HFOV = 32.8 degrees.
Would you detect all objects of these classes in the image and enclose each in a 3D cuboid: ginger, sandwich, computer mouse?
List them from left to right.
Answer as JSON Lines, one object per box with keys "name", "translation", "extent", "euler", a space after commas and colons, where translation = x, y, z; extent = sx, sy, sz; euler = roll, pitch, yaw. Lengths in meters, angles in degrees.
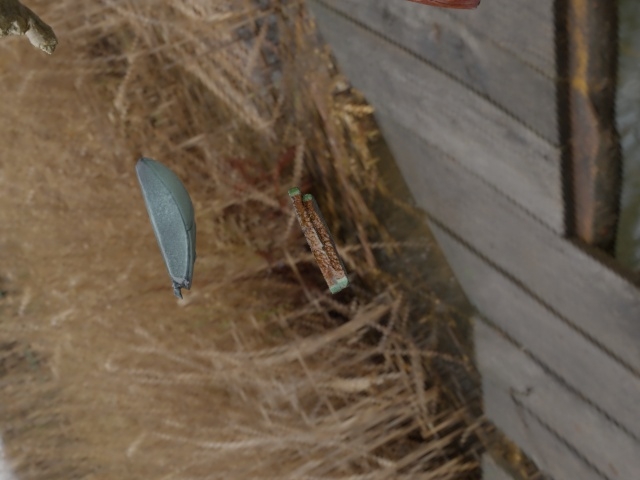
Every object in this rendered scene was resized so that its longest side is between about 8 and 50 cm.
{"name": "ginger", "translation": [-0.522, -0.369, 1.840], "extent": [0.165, 0.067, 0.096], "euler": [32, -146, -18]}
{"name": "computer mouse", "translation": [-0.223, -0.024, 1.671], "extent": [0.113, 0.068, 0.229], "euler": [-145, 38, -75]}
{"name": "sandwich", "translation": [-0.001, -0.002, 1.286], "extent": [0.067, 0.029, 0.135], "euler": [61, -175, -82]}

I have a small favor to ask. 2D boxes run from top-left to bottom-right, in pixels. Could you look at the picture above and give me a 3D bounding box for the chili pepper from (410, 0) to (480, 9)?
{"name": "chili pepper", "translation": [0.145, -0.417, 1.669], "extent": [0.144, 0.253, 0.136], "euler": [-90, -1, -59]}
